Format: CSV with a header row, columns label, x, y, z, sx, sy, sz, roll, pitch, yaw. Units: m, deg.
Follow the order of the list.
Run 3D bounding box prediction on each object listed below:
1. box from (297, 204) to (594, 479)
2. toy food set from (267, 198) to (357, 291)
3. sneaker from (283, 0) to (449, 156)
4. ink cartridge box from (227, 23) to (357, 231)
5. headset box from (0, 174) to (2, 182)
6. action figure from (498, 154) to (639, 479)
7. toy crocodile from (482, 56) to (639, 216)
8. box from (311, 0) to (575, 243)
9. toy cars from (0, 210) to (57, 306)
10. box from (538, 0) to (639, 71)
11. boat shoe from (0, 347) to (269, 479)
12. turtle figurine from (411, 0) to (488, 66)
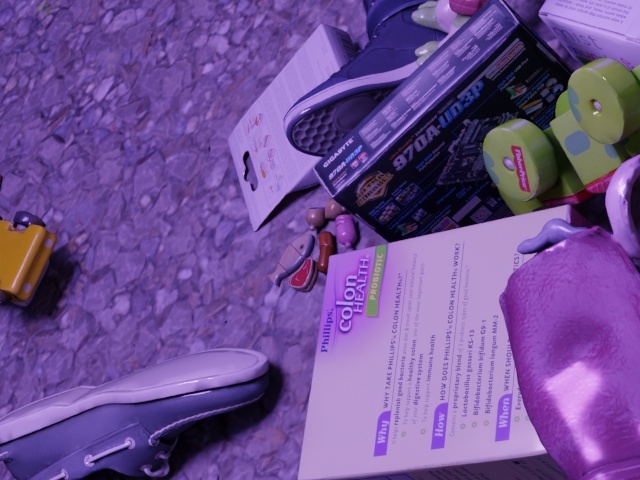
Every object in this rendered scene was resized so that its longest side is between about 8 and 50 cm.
label,x,y,z,sx,sy,sz,roll,pitch,yaw
box,0.122,0.109,1.401,0.243,0.117,0.213,-12,57,34
toy food set,0.000,0.000,1.645,0.122,0.019,0.078,-55,43,-1
sneaker,0.046,-0.174,1.626,0.226,0.086,0.163,-22,48,-12
ink cartridge box,-0.018,-0.110,1.731,0.179,0.045,0.145,-49,41,32
headset box,-0.418,-0.048,2.027,0.062,0.032,0.083,-16,56,34
action figure,0.230,0.176,1.121,0.276,0.248,0.370,-47,34,43
toy crocodile,0.234,-0.087,1.333,0.115,0.105,0.340,-28,-4,-30
box,0.128,-0.083,1.475,0.220,0.175,0.051,-44,44,12
toy cars,-0.425,0.083,1.918,0.394,0.087,0.176,-35,41,24
box,0.355,-0.225,1.404,0.262,0.127,0.231,26,83,46
boat shoe,-0.178,0.182,1.653,0.319,0.116,0.099,-17,97,25
turtle figurine,0.108,-0.290,1.463,0.198,0.275,0.266,48,137,41
